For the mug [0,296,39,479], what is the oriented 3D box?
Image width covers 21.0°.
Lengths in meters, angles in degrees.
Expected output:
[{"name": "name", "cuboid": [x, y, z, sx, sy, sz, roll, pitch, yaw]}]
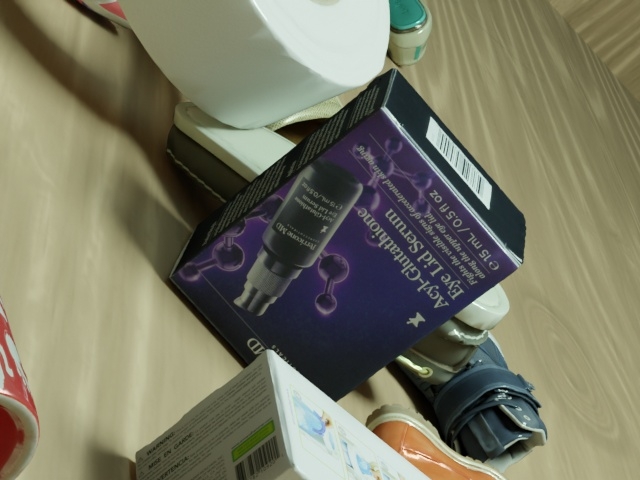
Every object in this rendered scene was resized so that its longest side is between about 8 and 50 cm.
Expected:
[{"name": "mug", "cuboid": [-0.176, 0.033, 0.745, 0.150, 0.113, 0.169, 27, 27, -49]}]

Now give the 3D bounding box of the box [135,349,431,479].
[{"name": "box", "cuboid": [0.002, 0.179, 1.013, 0.203, 0.114, 0.103, 41, 20, -31]}]

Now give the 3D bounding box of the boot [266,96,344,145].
[{"name": "boot", "cuboid": [-0.032, -0.163, 1.605, 0.203, 0.095, 0.262, 57, 21, 16]}]

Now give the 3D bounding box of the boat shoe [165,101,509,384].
[{"name": "boat shoe", "cuboid": [-0.001, 0.001, 1.357, 0.305, 0.091, 0.109, 34, 24, 2]}]

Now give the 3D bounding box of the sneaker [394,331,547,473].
[{"name": "sneaker", "cuboid": [0.103, 0.105, 1.441, 0.226, 0.086, 0.163, 41, 18, -33]}]

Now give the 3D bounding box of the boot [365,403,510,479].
[{"name": "boot", "cuboid": [0.096, 0.198, 1.305, 0.158, 0.059, 0.085, 36, 26, -19]}]

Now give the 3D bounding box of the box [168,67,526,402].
[{"name": "box", "cuboid": [0.021, 0.004, 1.240, 0.153, 0.207, 0.108, 47, 19, -11]}]

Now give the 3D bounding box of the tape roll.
[{"name": "tape roll", "cuboid": [-0.059, -0.235, 1.339, 0.286, 0.100, 0.286, 40, 39, -43]}]

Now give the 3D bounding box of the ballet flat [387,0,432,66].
[{"name": "ballet flat", "cuboid": [0.082, -0.317, 2.220, 0.086, 0.086, 0.248, 34, 27, -43]}]

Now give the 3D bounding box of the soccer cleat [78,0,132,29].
[{"name": "soccer cleat", "cuboid": [-0.140, -0.326, 1.470, 0.116, 0.108, 0.318, 45, 54, -38]}]
